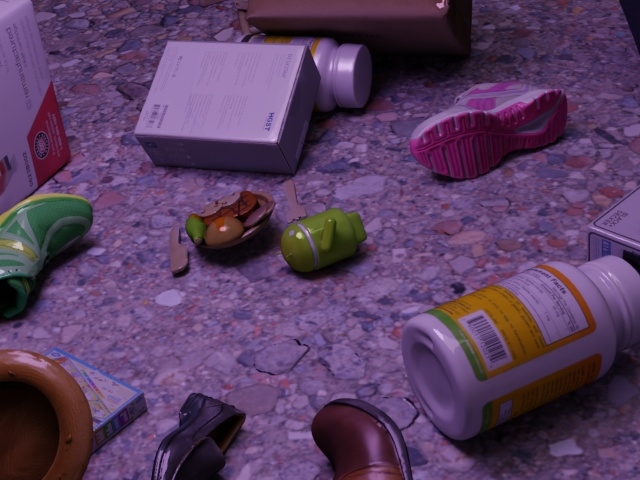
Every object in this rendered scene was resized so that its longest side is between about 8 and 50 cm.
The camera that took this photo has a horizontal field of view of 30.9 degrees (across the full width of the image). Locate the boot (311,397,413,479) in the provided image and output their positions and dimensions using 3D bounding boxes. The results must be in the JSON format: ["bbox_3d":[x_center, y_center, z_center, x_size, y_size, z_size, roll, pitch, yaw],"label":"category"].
[{"bbox_3d":[-0.026,0.280,1.057,0.280,0.096,0.264,-25,42,-19],"label":"boot"}]

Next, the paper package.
[{"bbox_3d":[0.074,-0.403,1.873,0.324,0.168,0.309,2,-3,15],"label":"paper package"}]

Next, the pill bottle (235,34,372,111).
[{"bbox_3d":[-0.031,-0.265,1.842,0.208,0.119,0.119,6,35,19],"label":"pill bottle"}]

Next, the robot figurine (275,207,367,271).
[{"bbox_3d":[0.000,0.000,1.479,0.115,0.067,0.101,-22,8,-20],"label":"robot figurine"}]

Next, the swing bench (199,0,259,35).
[{"bbox_3d":[-0.132,-0.544,2.165,0.165,0.253,0.255,-20,36,-18],"label":"swing bench"}]

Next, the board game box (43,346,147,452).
[{"bbox_3d":[-0.285,0.181,1.299,0.154,0.026,0.103,20,42,35],"label":"board game box"}]

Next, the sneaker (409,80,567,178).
[{"bbox_3d":[0.228,-0.165,1.667,0.252,0.103,0.111,-17,30,-25],"label":"sneaker"}]

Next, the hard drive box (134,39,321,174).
[{"bbox_3d":[-0.136,-0.201,1.732,0.232,0.089,0.181,6,63,20],"label":"hard drive box"}]

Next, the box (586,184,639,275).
[{"bbox_3d":[0.471,0.028,1.322,0.290,0.087,0.169,23,44,39],"label":"box"}]

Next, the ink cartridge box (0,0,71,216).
[{"bbox_3d":[-0.545,-0.145,1.622,0.160,0.279,0.385,10,37,23],"label":"ink cartridge box"}]

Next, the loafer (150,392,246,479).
[{"bbox_3d":[-0.126,0.219,1.181,0.061,0.062,0.170,6,37,12],"label":"loafer"}]

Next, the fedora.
[{"bbox_3d":[-0.319,0.206,1.192,0.194,0.194,0.079,-4,-7,6],"label":"fedora"}]

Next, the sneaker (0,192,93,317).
[{"bbox_3d":[-0.403,0.040,1.494,0.123,0.109,0.295,38,49,19],"label":"sneaker"}]

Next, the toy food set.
[{"bbox_3d":[-0.120,-0.034,1.536,0.192,0.038,0.132,-23,30,3],"label":"toy food set"}]

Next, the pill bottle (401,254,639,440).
[{"bbox_3d":[0.221,0.103,1.214,0.245,0.136,0.136,-20,35,-19],"label":"pill bottle"}]

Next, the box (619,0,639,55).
[{"bbox_3d":[0.631,-0.496,1.583,0.297,0.472,0.480,-24,6,-25],"label":"box"}]
